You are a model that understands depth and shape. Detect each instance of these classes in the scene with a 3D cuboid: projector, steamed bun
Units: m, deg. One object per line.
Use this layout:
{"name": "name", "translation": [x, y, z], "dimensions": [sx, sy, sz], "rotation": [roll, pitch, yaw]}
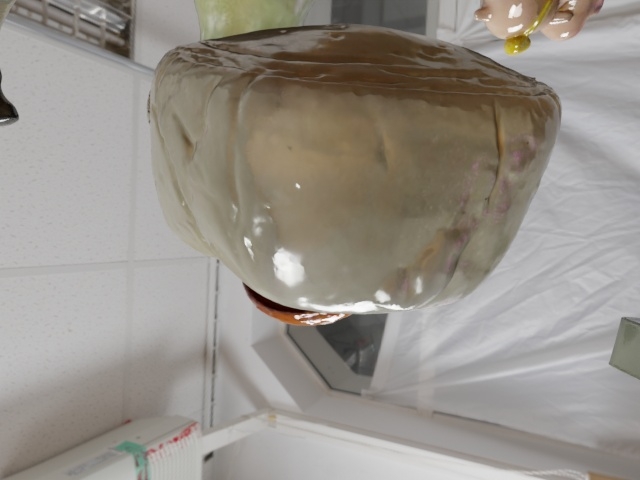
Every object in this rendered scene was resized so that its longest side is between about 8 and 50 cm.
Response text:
{"name": "projector", "translation": [0.515, 0.171, 0.772], "dimensions": [0.083, 0.083, 0.082], "rotation": [7, -81, -21]}
{"name": "steamed bun", "translation": [0.036, -0.065, 0.463], "dimensions": [0.236, 0.384, 0.246], "rotation": [-110, 24, -61]}

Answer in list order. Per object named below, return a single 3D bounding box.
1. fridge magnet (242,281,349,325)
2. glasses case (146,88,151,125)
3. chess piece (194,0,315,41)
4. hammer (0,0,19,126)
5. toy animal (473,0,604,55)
{"name": "fridge magnet", "translation": [0.000, 0.000, 0.988], "dimensions": [0.155, 0.364, 0.363], "rotation": [59, -138, -42]}
{"name": "glasses case", "translation": [-0.192, -0.271, 1.077], "dimensions": [0.085, 0.355, 0.137], "rotation": [-173, 88, -82]}
{"name": "chess piece", "translation": [-0.115, -0.294, 0.726], "dimensions": [0.234, 0.234, 0.441], "rotation": [9, -86, -65]}
{"name": "hammer", "translation": [-0.256, -0.225, 0.410], "dimensions": [0.044, 0.440, 0.168], "rotation": [-28, -75, -41]}
{"name": "toy animal", "translation": [0.384, -0.425, 0.871], "dimensions": [0.165, 0.248, 0.149], "rotation": [103, 147, -53]}
